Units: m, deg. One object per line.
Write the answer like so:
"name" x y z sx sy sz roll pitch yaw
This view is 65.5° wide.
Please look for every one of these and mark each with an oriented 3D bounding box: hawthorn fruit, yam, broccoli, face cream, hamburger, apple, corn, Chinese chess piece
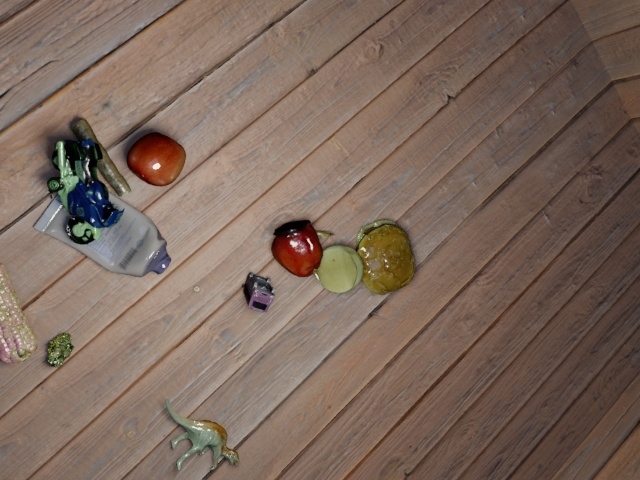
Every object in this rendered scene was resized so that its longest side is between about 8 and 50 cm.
"hawthorn fruit" -0.069 0.040 1.836 0.190 0.189 0.251 -40 98 -12
"yam" -0.721 -0.269 1.641 0.061 0.061 0.274 -34 106 -14
"broccoli" -0.853 0.362 1.635 0.097 0.092 0.095 -33 119 -33
"face cream" -0.691 -0.023 1.654 0.420 0.137 0.234 34 86 -11
"hamburger" 0.256 0.069 1.988 0.266 0.134 0.284 -21 104 -15
"apple" -0.539 -0.267 1.640 0.181 0.181 0.168 34 85 -20
"corn" -0.997 0.225 1.555 0.127 0.127 0.334 -20 100 -17
"Chinese chess piece" 0.073 0.108 1.907 0.189 0.083 0.188 6 105 23

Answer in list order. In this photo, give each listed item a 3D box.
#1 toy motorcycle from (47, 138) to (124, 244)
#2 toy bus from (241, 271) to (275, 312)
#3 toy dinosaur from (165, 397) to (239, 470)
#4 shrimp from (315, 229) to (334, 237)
"toy motorcycle" -0.729 -0.153 1.557 0.197 0.125 0.330 -6 100 7
"toy bus" -0.229 0.186 1.802 0.087 0.178 0.098 20 100 -20
"toy dinosaur" -0.459 0.711 1.810 0.206 0.092 0.392 -30 103 -15
"shrimp" 0.000 0.000 1.947 0.115 0.023 0.083 -4 99 -14
